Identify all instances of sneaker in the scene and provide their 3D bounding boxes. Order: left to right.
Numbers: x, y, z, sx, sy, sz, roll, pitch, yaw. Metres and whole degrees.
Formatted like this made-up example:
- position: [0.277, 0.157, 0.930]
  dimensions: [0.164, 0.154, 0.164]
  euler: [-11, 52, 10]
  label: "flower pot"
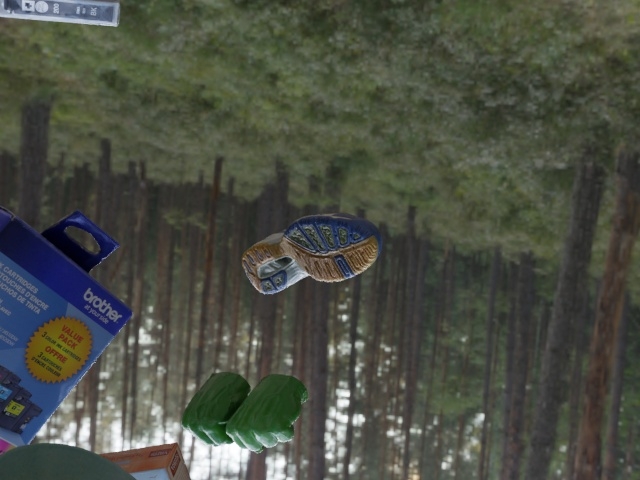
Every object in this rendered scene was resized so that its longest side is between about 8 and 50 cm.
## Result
- position: [0.000, 0.000, 1.306]
  dimensions: [0.296, 0.112, 0.131]
  euler: [-12, -165, 47]
  label: "sneaker"

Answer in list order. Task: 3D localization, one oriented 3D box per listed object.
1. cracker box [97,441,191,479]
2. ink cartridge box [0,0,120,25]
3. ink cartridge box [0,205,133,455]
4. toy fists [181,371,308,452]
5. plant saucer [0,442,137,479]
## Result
- position: [-0.251, 0.414, 1.182]
  dimensions: [0.155, 0.232, 0.067]
  euler: [-11, -159, 11]
  label: "cracker box"
- position: [-0.393, -0.360, 1.122]
  dimensions: [0.208, 0.045, 0.206]
  euler: [-2, -142, -21]
  label: "ink cartridge box"
- position: [-0.478, 0.124, 1.228]
  dimensions: [0.151, 0.395, 0.270]
  euler: [20, 159, 46]
  label: "ink cartridge box"
- position: [-0.154, 0.337, 1.577]
  dimensions: [0.279, 0.096, 0.142]
  euler: [-4, -148, 38]
  label: "toy fists"
- position: [-0.185, 0.242, 0.608]
  dimensions: [0.195, 0.037, 0.195]
  euler: [38, -161, -16]
  label: "plant saucer"
